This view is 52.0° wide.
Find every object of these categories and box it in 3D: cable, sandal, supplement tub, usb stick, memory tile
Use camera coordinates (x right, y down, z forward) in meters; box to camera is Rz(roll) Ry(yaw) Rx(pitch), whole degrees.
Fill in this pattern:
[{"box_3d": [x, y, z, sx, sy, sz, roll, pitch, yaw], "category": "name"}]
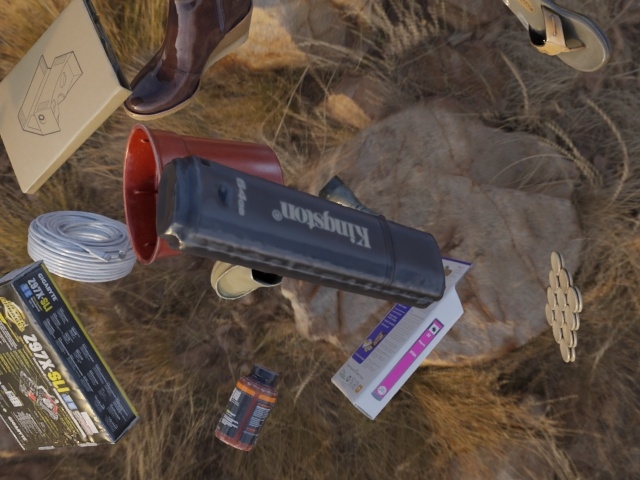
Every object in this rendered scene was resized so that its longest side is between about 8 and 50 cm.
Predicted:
[{"box_3d": [-0.565, 0.008, 1.579, 0.257, 0.257, 0.089, 16, 108, 2], "category": "cable"}, {"box_3d": [0.368, -0.347, 1.062, 0.060, 0.090, 0.219, -40, 81, -21], "category": "sandal"}, {"box_3d": [-0.173, 0.406, 1.613, 0.106, 0.106, 0.197, 26, 84, -4], "category": "supplement tub"}, {"box_3d": [0.000, 0.000, 0.536, 0.278, 0.045, 0.077, 16, 63, -36], "category": "usb stick"}, {"box_3d": [0.362, 0.100, 0.978, 0.012, 0.113, 0.147, -7, 130, 3], "category": "memory tile"}]

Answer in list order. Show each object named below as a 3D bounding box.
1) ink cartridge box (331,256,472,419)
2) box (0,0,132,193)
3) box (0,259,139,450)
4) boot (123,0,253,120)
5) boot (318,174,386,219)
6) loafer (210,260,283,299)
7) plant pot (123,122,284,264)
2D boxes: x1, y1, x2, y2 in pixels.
[{"box_3d": [0.181, 0.193, 1.384, 0.069, 0.176, 0.371, 41, 84, -13], "category": "ink cartridge box"}, {"box_3d": [-0.328, -0.180, 0.813, 0.201, 0.021, 0.164, -37, 66, 21], "category": "box"}, {"box_3d": [-0.493, 0.210, 1.127, 0.257, 0.079, 0.321, -16, 109, 31], "category": "box"}, {"box_3d": [-0.193, -0.300, 0.894, 0.090, 0.206, 0.248, 37, 69, 18], "category": "boot"}, {"box_3d": [0.074, -0.042, 1.495, 0.161, 0.246, 0.083, 42, 82, 12], "category": "boot"}, {"box_3d": [-0.130, 0.055, 1.321, 0.102, 0.269, 0.092, 24, 44, -33], "category": "loafer"}, {"box_3d": [-0.232, -0.098, 1.321, 0.265, 0.272, 0.272, -5, 91, -30], "category": "plant pot"}]
